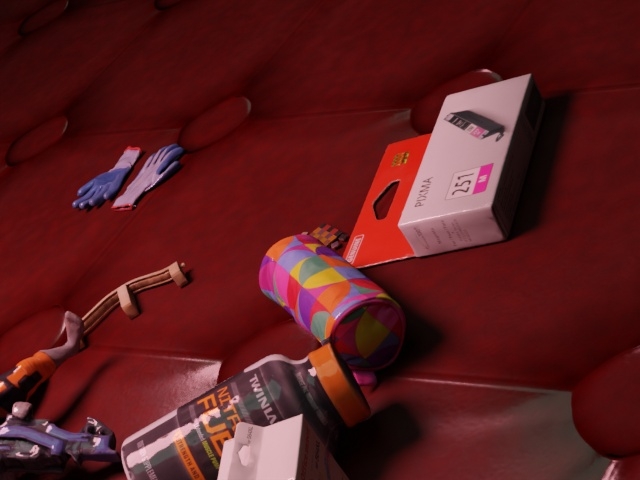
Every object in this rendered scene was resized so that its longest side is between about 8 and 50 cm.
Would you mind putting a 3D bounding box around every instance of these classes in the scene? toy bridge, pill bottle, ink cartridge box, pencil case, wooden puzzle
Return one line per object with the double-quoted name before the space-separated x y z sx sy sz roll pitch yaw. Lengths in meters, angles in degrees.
"toy bridge" -0.267 0.083 1.852 0.188 0.026 0.063 -32 28 0
"pill bottle" -0.072 0.203 1.385 0.246 0.130 0.130 -31 30 2
"ink cartridge box" -0.033 0.243 1.274 0.090 0.143 0.092 -22 32 18
"pencil case" 0.010 0.073 1.537 0.104 0.104 0.236 -36 30 -6
"wooden puzzle" 0.000 0.000 1.745 0.049 0.006 0.083 -40 31 -14
"ink cartridge box" 0.145 -0.086 1.687 0.239 0.060 0.275 -12 36 30

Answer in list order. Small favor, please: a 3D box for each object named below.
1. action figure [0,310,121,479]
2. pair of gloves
"action figure" -0.388 0.242 1.659 0.341 0.178 0.330 7 48 10
"pair of gloves" -0.312 -0.104 2.177 0.198 0.023 0.159 -1 42 44
